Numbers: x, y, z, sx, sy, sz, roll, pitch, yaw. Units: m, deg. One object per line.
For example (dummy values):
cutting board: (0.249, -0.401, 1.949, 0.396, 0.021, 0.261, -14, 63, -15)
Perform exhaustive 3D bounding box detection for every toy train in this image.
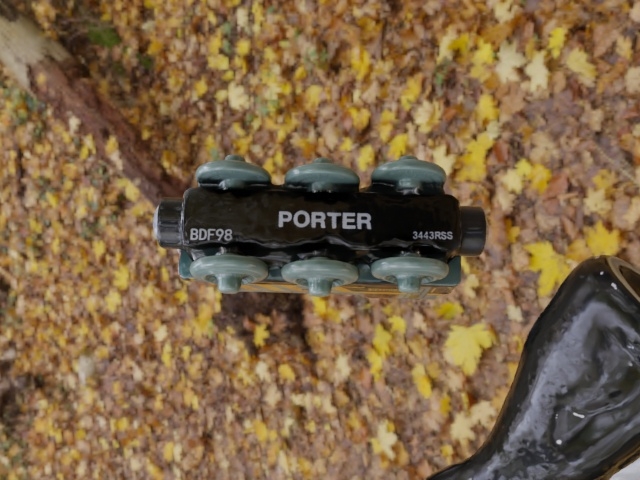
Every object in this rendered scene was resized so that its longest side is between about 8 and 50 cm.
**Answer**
toy train: (0.000, 0.000, 0.804, 0.190, 0.334, 0.142, 95, 175, -74)

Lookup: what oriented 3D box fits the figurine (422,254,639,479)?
figurine: (0.157, 0.122, 0.448, 0.209, 0.215, 0.092, -52, 48, 23)
